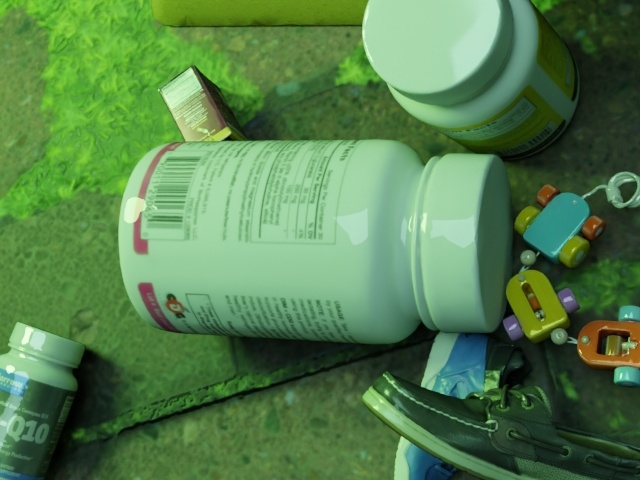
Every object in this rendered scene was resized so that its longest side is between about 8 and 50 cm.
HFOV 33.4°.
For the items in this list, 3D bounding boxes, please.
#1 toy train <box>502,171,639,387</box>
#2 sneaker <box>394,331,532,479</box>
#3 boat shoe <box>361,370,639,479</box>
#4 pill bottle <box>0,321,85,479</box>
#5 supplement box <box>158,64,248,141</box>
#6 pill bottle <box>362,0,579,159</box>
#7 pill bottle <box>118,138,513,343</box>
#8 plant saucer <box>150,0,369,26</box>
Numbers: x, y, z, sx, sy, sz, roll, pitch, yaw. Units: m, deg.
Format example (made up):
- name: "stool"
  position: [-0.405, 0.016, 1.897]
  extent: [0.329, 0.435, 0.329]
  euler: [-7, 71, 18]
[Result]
- name: "toy train"
  position: [0.204, 0.033, 0.809]
  extent: [0.125, 0.046, 0.166]
  euler: [-4, 64, 23]
- name: "sneaker"
  position: [0.114, 0.146, 0.817]
  extent: [0.085, 0.058, 0.152]
  euler: [10, 73, 31]
- name: "boat shoe"
  position: [0.138, 0.136, 0.754]
  extent: [0.224, 0.080, 0.073]
  euler: [27, 94, -11]
- name: "pill bottle"
  position: [-0.263, 0.147, 0.948]
  extent: [0.078, 0.078, 0.137]
  euler: [15, 81, 24]
- name: "supplement box"
  position: [-0.104, -0.109, 0.971]
  extent: [0.043, 0.055, 0.083]
  euler: [-33, 66, 10]
- name: "pill bottle"
  position: [0.117, -0.135, 0.803]
  extent: [0.119, 0.208, 0.119]
  euler: [-3, 82, 25]
- name: "pill bottle"
  position: [0.000, 0.000, 0.844]
  extent: [0.283, 0.160, 0.160]
  euler: [2, 76, 21]
- name: "plant saucer"
  position: [-0.014, -0.365, 0.954]
  extent: [0.333, 0.081, 0.332]
  euler: [4, 90, 22]
